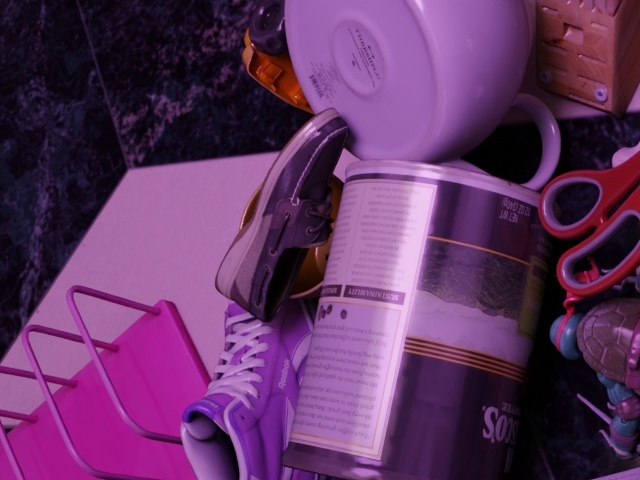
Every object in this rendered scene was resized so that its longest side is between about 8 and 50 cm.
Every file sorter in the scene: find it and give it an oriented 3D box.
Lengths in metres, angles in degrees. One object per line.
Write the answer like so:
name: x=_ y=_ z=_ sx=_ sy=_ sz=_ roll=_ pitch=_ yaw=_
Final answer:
file sorter: x=-0.271 y=0.210 z=1.529 sx=0.290 sy=0.182 sz=0.202 roll=-40 pitch=59 yaw=18

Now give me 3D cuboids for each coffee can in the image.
coffee can: x=0.091 y=0.087 z=1.312 sx=0.201 sy=0.201 sz=0.275 roll=6 pitch=80 yaw=35

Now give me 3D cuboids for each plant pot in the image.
plant pot: x=0.000 y=0.000 z=1.462 sx=0.134 sy=0.095 sz=0.134 roll=-10 pitch=73 yaw=32

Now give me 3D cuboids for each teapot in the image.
teapot: x=0.105 y=-0.190 z=1.337 sx=0.252 sy=0.187 sz=0.256 roll=36 pitch=138 yaw=37

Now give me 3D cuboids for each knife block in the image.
knife block: x=0.304 y=-0.285 z=1.364 sx=0.088 sy=0.276 sz=0.242 roll=26 pitch=47 yaw=37

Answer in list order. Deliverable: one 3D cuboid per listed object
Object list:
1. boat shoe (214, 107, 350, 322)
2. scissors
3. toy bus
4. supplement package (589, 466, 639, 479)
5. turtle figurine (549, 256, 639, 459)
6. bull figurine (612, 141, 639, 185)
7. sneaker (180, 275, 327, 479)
boat shoe: x=-0.021 y=-0.019 z=1.365 sx=0.073 sy=0.080 sz=0.223 roll=40 pitch=120 yaw=17
scissors: x=0.290 y=-0.069 z=1.174 sx=0.297 sy=0.021 sz=0.109 roll=-41 pitch=58 yaw=29
toy bus: x=0.000 y=-0.272 z=1.524 sx=0.220 sy=0.149 sz=0.211 roll=-50 pitch=43 yaw=15
supplement package: x=0.250 y=0.303 z=1.109 sx=0.244 sy=0.139 sz=0.134 roll=-133 pitch=37 yaw=-55
turtle figurine: x=0.280 y=0.101 z=1.242 sx=0.234 sy=0.118 sz=0.175 roll=15 pitch=85 yaw=30
bull figurine: x=0.383 y=-0.133 z=1.215 sx=0.310 sy=0.188 sz=0.101 roll=-11 pitch=37 yaw=23
sneaker: x=-0.070 y=0.133 z=1.433 sx=0.102 sy=0.161 sz=0.282 roll=-22 pitch=64 yaw=29
